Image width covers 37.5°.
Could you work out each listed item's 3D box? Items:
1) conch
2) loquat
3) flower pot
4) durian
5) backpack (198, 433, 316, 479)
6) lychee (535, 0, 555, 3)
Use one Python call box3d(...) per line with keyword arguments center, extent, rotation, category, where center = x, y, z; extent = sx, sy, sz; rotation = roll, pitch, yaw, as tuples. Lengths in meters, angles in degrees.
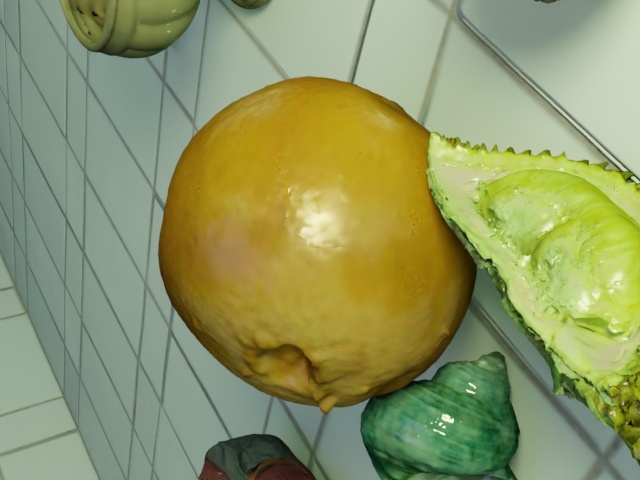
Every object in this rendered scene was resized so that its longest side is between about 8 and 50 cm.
box3d(center=(0.134, 0.208, 0.973), extent=(0.134, 0.196, 0.202), rotation=(-86, 21, -50), category="conch")
box3d(center=(0.000, 0.000, 0.923), extent=(0.328, 0.329, 0.328), rotation=(34, 131, 51), category="loquat")
box3d(center=(-0.195, -0.384, 1.181), extent=(0.307, 0.244, 0.307), rotation=(35, 132, 53), category="flower pot")
box3d(center=(0.194, 0.044, 0.729), extent=(0.351, 0.169, 0.158), rotation=(-113, 25, -49), category="durian")
box3d(center=(-0.058, 0.460, 1.359), extent=(0.317, 0.197, 0.283), rotation=(24, 121, 55), category="backpack")
box3d(center=(0.163, -0.252, 0.667), extent=(0.197, 0.165, 0.165), rotation=(-82, -15, -77), category="lychee")
